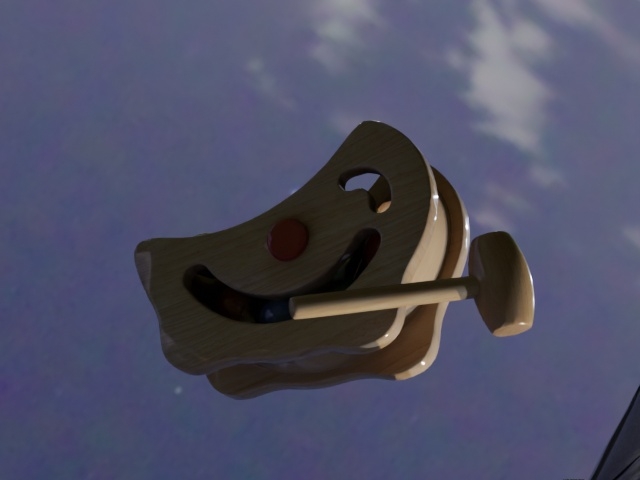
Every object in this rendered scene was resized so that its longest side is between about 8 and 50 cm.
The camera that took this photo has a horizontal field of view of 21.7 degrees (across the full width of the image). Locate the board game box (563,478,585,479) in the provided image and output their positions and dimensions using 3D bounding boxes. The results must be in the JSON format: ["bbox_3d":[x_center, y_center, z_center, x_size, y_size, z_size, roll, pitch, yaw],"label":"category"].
[{"bbox_3d":[0.200,0.250,1.309,0.020,0.090,0.090,0,-150,5],"label":"board game box"}]

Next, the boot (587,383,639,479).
[{"bbox_3d":[0.182,0.034,0.643,0.118,0.338,0.223,30,-157,-5],"label":"boot"}]

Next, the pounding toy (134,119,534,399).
[{"bbox_3d":[0.000,0.000,1.058,0.155,0.269,0.154,40,-135,-59],"label":"pounding toy"}]
